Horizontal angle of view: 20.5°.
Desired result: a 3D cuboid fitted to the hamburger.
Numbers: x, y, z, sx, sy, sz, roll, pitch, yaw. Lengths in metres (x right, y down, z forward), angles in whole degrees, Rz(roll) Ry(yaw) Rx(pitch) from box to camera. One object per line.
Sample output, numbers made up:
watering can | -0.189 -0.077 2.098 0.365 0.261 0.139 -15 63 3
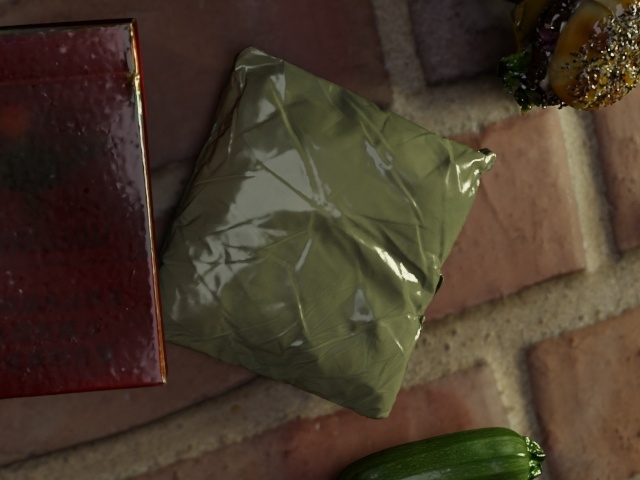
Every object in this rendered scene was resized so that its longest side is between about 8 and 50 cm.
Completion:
hamburger | 0.251 -0.185 1.650 0.189 0.093 0.164 -41 144 -8

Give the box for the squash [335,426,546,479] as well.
squash | 0.115 0.224 1.699 0.219 0.068 0.077 -7 117 -19

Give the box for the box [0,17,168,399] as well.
box | -0.241 -0.026 1.508 0.197 0.089 0.313 -4 99 -3

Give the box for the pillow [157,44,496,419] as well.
pillow | -0.001 -0.002 1.624 0.274 0.076 0.281 22 90 -21

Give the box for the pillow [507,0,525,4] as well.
pillow | 0.192 -0.350 1.617 0.184 0.075 0.302 9 114 -21
